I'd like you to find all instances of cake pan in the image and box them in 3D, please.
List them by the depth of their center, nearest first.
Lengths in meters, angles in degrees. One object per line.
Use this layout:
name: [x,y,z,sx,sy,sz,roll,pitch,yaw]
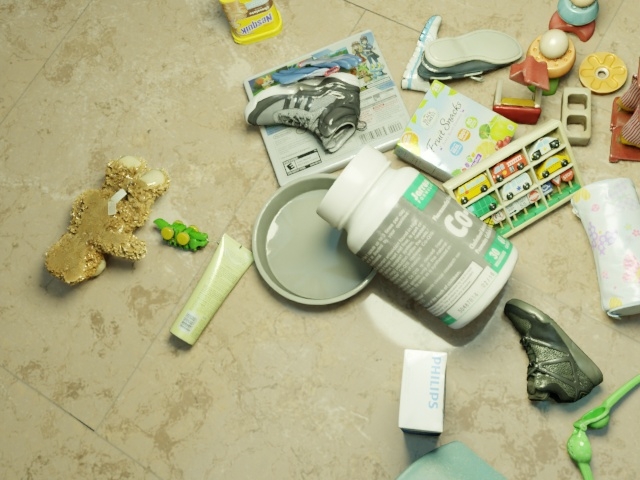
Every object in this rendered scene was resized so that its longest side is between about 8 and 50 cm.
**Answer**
cake pan: [0.000,0.000,1.492,0.293,0.054,0.293,-3,72,8]

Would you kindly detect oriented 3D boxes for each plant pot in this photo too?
plant pot: [0.215,0.503,1.210,0.248,0.247,0.252,36,65,17]

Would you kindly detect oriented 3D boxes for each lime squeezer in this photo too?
lime squeezer: [0.529,0.365,1.294,0.110,0.059,0.310,21,76,15]

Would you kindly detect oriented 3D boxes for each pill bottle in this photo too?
pill bottle: [0.182,-0.011,1.346,0.361,0.204,0.204,37,81,2]

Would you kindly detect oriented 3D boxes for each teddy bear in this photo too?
teddy bear: [-0.469,-0.043,1.553,0.245,0.113,0.338,12,72,17]

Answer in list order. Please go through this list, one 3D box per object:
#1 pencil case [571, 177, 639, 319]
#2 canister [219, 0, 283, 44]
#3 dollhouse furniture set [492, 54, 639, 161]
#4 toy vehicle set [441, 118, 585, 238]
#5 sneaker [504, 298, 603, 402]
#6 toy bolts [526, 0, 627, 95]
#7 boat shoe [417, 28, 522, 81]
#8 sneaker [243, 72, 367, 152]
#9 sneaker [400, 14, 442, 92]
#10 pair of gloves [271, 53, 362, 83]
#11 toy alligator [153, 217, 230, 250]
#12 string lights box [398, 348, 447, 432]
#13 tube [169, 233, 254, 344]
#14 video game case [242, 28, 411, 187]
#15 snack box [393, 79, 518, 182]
pencil case: [0.589,0.012,1.365,0.124,0.113,0.273,-14,71,12]
canister: [-0.167,-0.547,1.628,0.126,0.170,0.073,-15,71,4]
dollhouse furniture set: [0.546,-0.270,1.413,0.374,0.201,0.152,5,74,10]
toy vehicle set: [0.399,-0.109,1.421,0.267,0.035,0.166,-31,112,-1]
sneaker: [0.420,0.222,1.339,0.130,0.087,0.227,-38,76,-11]
toy bolts: [0.565,-0.440,1.484,0.218,0.158,0.228,13,75,13]
boat shoe: [0.331,-0.402,1.536,0.254,0.079,0.095,-17,70,-24]
sneaker: [-0.031,-0.266,1.516,0.268,0.101,0.153,-14,69,2]
sneaker: [0.252,-0.422,1.584,0.083,0.071,0.191,21,85,7]
pair of gloves: [-0.010,-0.376,1.519,0.159,0.023,0.198,6,30,35]
toy alligator: [-0.290,-0.001,1.543,0.189,0.056,0.051,18,117,13]
string lights box: [0.189,0.285,1.265,0.076,0.260,0.133,4,73,10]
tube: [-0.235,0.110,1.493,0.062,0.070,0.240,27,80,23]
video game case: [0.017,-0.304,1.595,0.329,0.036,0.300,-21,71,3]
snack box: [0.289,-0.217,1.489,0.207,0.070,0.174,29,79,6]
